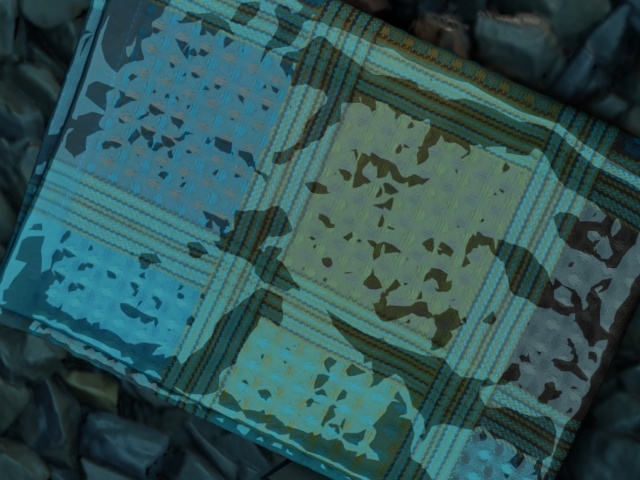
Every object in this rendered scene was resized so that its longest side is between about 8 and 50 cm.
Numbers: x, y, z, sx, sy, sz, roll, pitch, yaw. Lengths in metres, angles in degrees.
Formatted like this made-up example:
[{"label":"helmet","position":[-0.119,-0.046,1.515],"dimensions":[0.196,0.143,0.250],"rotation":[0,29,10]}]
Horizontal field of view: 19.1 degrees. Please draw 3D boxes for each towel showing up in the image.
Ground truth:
[{"label":"towel","position":[0.000,0.000,1.119],"dimensions":[0.370,0.040,0.271],"rotation":[25,107,10]}]

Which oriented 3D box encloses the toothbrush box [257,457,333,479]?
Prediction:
[{"label":"toothbrush box","position":[0.008,0.297,1.224],"dimensions":[0.216,0.126,0.295],"rotation":[39,122,14]}]
